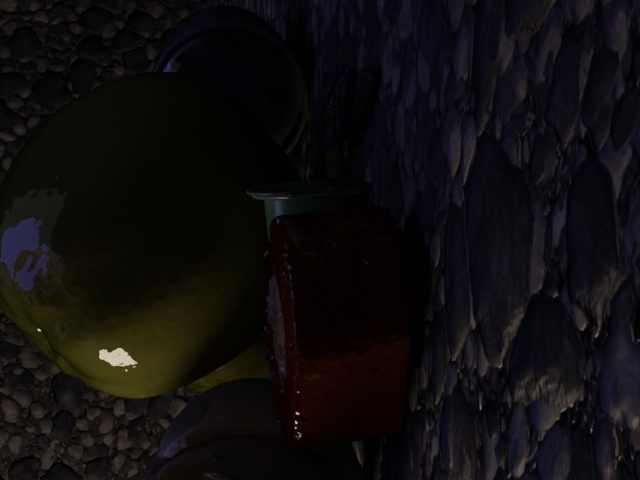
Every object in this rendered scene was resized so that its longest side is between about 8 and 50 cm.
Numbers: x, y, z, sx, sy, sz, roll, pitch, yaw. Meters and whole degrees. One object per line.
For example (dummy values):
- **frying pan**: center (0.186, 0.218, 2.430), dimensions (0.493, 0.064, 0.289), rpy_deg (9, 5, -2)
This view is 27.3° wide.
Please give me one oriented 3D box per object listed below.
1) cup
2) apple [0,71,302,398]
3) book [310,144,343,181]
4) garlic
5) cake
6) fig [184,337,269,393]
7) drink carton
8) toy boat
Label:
- **cup**: center (-0.159, -0.269, 2.222), dimensions (0.371, 0.253, 0.253), rpy_deg (-105, 19, -70)
- **apple**: center (-0.251, -0.004, 1.867), dimensions (0.473, 0.473, 0.474), rpy_deg (-179, 90, -81)
- **book**: center (0.000, 0.000, 1.886), dimensions (0.269, 0.025, 0.191), rpy_deg (115, 155, -67)
- **garlic**: center (-0.055, 0.307, 1.515), dimensions (0.249, 0.313, 0.286), rpy_deg (-63, 5, 4)
- **cake**: center (0.020, 0.100, 1.396), dimensions (0.177, 0.150, 0.283), rpy_deg (-112, 21, -43)
- **fig**: center (-0.183, 0.099, 2.238), dimensions (0.316, 0.316, 0.316), rpy_deg (-179, 90, -81)
- **drink carton**: center (-0.014, -0.001, 1.649), dimensions (0.146, 0.144, 0.142), rpy_deg (-137, 43, -78)
- **toy boat**: center (0.033, -0.170, 1.645), dimensions (0.229, 0.045, 0.080), rpy_deg (121, 149, -71)
